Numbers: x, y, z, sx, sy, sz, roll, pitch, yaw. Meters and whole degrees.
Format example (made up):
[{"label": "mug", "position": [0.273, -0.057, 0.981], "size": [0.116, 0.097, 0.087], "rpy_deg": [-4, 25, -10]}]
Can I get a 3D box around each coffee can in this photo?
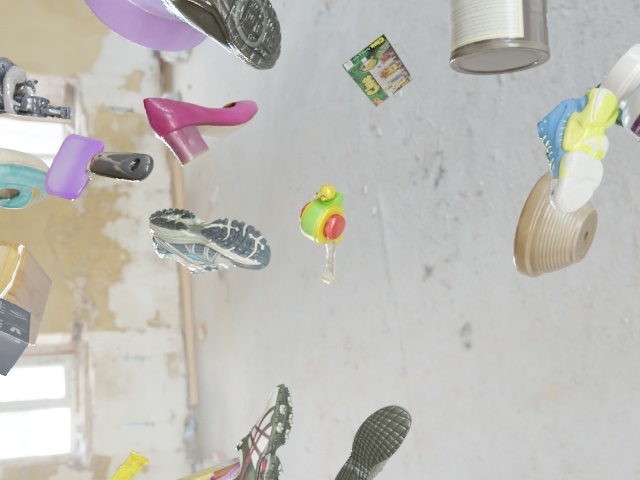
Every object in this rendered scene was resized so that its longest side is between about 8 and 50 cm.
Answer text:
[{"label": "coffee can", "position": [0.361, -0.500, 1.508], "size": [0.201, 0.202, 0.275], "rpy_deg": [174, 95, -67]}]

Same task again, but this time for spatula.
[{"label": "spatula", "position": [-0.248, -0.081, 0.815], "size": [0.296, 0.030, 0.084], "rpy_deg": [9, 72, 57]}]

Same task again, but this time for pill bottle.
[{"label": "pill bottle", "position": [0.687, -0.239, 1.390], "size": [0.301, 0.169, 0.169], "rpy_deg": [42, 136, 20]}]

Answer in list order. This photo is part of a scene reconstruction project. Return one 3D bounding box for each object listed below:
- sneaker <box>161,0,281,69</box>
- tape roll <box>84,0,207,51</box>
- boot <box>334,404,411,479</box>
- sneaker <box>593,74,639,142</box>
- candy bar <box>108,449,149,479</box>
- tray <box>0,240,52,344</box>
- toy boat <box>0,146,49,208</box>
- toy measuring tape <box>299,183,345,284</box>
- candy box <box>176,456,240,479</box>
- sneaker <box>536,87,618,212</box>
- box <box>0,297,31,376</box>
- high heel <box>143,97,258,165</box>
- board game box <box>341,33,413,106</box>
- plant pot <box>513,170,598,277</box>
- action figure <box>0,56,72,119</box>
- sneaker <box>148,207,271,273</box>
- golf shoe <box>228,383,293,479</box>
[{"label": "sneaker", "position": [-0.181, -0.390, 1.222], "size": [0.130, 0.286, 0.109], "rpy_deg": [5, 60, 52]}, {"label": "tape roll", "position": [-0.312, -0.495, 1.391], "size": [0.090, 0.275, 0.274], "rpy_deg": [-42, 51, 48]}, {"label": "boot", "position": [0.122, 0.406, 1.495], "size": [0.083, 0.161, 0.246], "rpy_deg": [37, 113, 16]}, {"label": "sneaker", "position": [0.636, -0.271, 1.580], "size": [0.166, 0.076, 0.065], "rpy_deg": [51, -172, -7]}, {"label": "candy bar", "position": [-0.375, 0.449, 1.341], "size": [0.161, 0.040, 0.018], "rpy_deg": [-52, -8, -46]}, {"label": "tray", "position": [-0.824, 0.156, 2.014], "size": [0.411, 0.076, 0.202], "rpy_deg": [126, 155, -71]}, {"label": "toy boat", "position": [-0.829, -0.111, 1.851], "size": [0.148, 0.318, 0.267], "rpy_deg": [70, -164, 12]}, {"label": "toy measuring tape", "position": [0.000, 0.000, 1.932], "size": [0.121, 0.122, 0.330], "rpy_deg": [-118, 25, -49]}, {"label": "candy box", "position": [-0.249, 0.604, 1.780], "size": [0.053, 0.187, 0.109], "rpy_deg": [-10, 89, 53]}, {"label": "sneaker", "position": [0.436, -0.156, 1.304], "size": [0.126, 0.091, 0.240], "rpy_deg": [8, 66, 55]}, {"label": "box", "position": [-0.703, 0.184, 1.541], "size": [0.093, 0.156, 0.158], "rpy_deg": [-55, 27, 6]}, {"label": "high heel", "position": [-0.291, -0.338, 1.871], "size": [0.127, 0.377, 0.181], "rpy_deg": [-25, 104, 31]}, {"label": "board game box", "position": [0.161, -0.458, 2.007], "size": [0.136, 0.260, 0.030], "rpy_deg": [-34, 69, 13]}, {"label": "plant pot", "position": [0.512, -0.023, 1.561], "size": [0.110, 0.237, 0.237], "rpy_deg": [22, 113, 35]}, {"label": "action figure", "position": [-0.747, -0.382, 1.708], "size": [0.330, 0.342, 0.178], "rpy_deg": [16, -98, -81]}, {"label": "sneaker", "position": [-0.239, 0.018, 1.610], "size": [0.110, 0.283, 0.122], "rpy_deg": [-53, -24, -50]}, {"label": "golf shoe", "position": [-0.138, 0.464, 1.732], "size": [0.105, 0.120, 0.272], "rpy_deg": [63, -147, -52]}]
